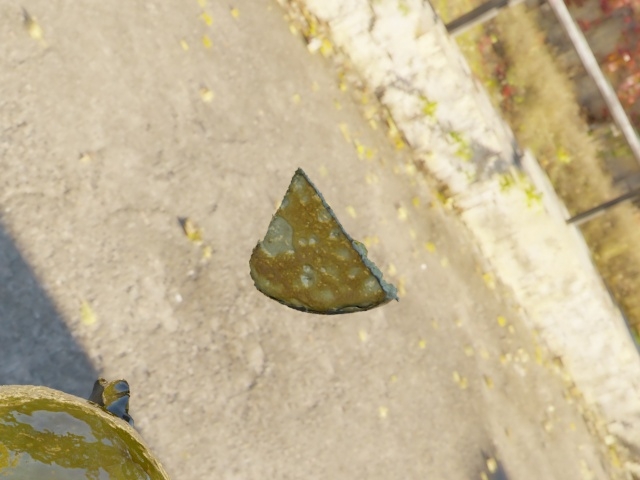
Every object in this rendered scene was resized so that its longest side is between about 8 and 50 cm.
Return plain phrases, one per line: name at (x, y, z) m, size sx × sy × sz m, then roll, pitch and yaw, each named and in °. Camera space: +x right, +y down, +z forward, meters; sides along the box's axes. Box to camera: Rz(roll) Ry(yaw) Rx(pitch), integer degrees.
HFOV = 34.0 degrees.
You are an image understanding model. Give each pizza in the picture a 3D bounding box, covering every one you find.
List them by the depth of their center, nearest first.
pizza at (0.000, 0.000, 0.736) m, size 0.026 × 0.123 × 0.108 m, roll -28°, pitch 118°, yaw -54°

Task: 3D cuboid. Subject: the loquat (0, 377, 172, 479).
loquat at (-0.152, 0.158, 0.502) m, size 0.213 × 0.213 × 0.246 m, roll 55°, pitch 40°, yaw -21°
